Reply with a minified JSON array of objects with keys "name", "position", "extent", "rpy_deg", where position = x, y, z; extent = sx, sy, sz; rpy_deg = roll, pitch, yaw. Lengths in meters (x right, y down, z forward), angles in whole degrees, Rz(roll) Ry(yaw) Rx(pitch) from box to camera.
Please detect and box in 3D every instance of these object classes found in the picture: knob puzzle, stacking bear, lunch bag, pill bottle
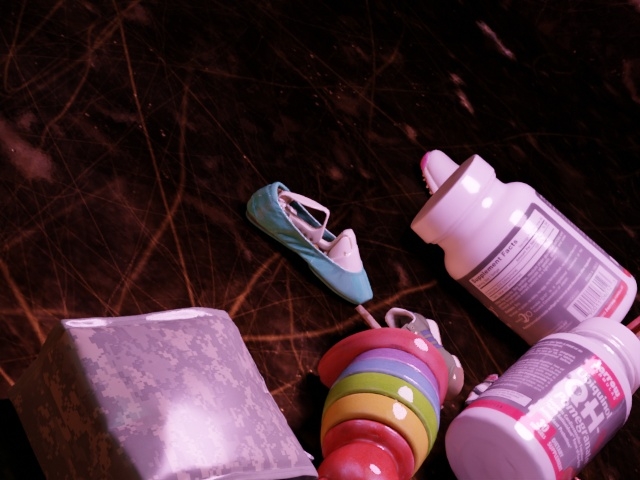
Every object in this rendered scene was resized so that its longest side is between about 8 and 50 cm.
[{"name":"knob puzzle","position":[0.106,0.174,1.813],"extent":[0.213,0.030,0.213],"rpy_deg":[52,-2,3]},{"name":"stacking bear","position":[0.066,0.257,1.614],"extent":[0.175,0.164,0.289],"rpy_deg":[37,35,-9]},{"name":"lunch bag","position":[-0.160,0.207,1.388],"extent":[0.287,0.169,0.235],"rpy_deg":[-3,52,-46]},{"name":"pill bottle","position":[0.348,0.031,2.172],"extent":[0.363,0.210,0.210],"rpy_deg":[41,30,-3]},{"name":"pill bottle","position":[0.340,0.244,1.823],"extent":[0.176,0.176,0.318],"rpy_deg":[48,53,9]}]

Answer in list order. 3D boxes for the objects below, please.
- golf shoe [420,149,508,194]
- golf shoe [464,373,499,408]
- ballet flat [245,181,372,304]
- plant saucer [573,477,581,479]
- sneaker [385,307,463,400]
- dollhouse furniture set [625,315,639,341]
[{"name":"golf shoe","position":[0.319,-0.072,2.344],"extent":[0.306,0.140,0.115],"rpy_deg":[48,32,11]},{"name":"golf shoe","position":[0.296,0.299,1.926],"extent":[0.086,0.067,0.186],"rpy_deg":[-33,75,-35]},{"name":"ballet flat","position":[0.000,0.000,1.922],"extent":[0.247,0.087,0.083],"rpy_deg":[39,30,-7]},{"name":"plant saucer","position":[0.467,0.439,1.824],"extent":[0.258,0.047,0.259],"rpy_deg":[33,-2,9]},{"name":"sneaker","position":[0.147,0.166,1.895],"extent":[0.086,0.064,0.192],"rpy_deg":[28,19,-24]},{"name":"dollhouse furniture set","position":[0.771,0.149,2.364],"extent":[0.152,0.374,0.201],"rpy_deg":[12,40,-48]}]
